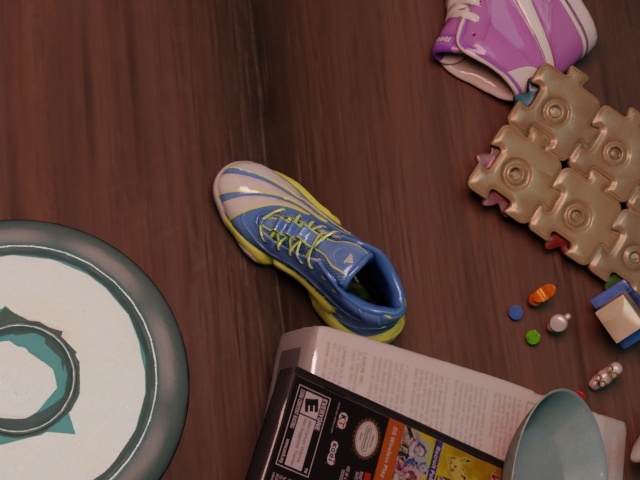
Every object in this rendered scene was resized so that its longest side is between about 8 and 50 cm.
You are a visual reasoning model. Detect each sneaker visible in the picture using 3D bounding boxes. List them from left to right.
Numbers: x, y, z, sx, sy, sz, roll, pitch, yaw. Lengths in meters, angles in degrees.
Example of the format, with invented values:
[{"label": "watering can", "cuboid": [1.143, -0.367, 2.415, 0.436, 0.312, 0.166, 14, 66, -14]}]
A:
[{"label": "sneaker", "cuboid": [0.000, 0.000, 1.142, 0.240, 0.126, 0.091, 42, 69, 0]}, {"label": "sneaker", "cuboid": [0.159, -0.280, 1.277, 0.161, 0.102, 0.282, -36, 86, -17]}]

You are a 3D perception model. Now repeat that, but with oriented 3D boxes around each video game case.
[{"label": "video game case", "cuboid": [0.035, 0.281, 1.018, 0.248, 0.035, 0.275, 27, 66, -21]}]

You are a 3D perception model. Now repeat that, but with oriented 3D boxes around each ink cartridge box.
[{"label": "ink cartridge box", "cuboid": [0.113, 0.279, 1.136, 0.385, 0.091, 0.308, 19, 70, -26]}]

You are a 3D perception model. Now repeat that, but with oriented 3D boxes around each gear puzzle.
[{"label": "gear puzzle", "cuboid": [0.325, -0.036, 1.269, 0.339, 0.044, 0.175, 34, 83, -9]}]

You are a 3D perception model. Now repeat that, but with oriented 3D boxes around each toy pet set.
[{"label": "toy pet set", "cuboid": [0.280, 0.089, 1.235, 0.114, 0.065, 0.122, -36, 81, 18]}]

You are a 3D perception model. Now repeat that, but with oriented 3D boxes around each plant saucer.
[{"label": "plant saucer", "cuboid": [-0.275, 0.128, 1.083, 0.317, 0.044, 0.318, 4, 74, -14]}, {"label": "plant saucer", "cuboid": [0.210, 0.235, 1.105, 0.195, 0.037, 0.195, 7, 81, -52]}]

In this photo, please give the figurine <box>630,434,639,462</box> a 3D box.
[{"label": "figurine", "cuboid": [0.429, 0.190, 1.212, 0.215, 0.092, 0.209, 34, 74, -11]}]
